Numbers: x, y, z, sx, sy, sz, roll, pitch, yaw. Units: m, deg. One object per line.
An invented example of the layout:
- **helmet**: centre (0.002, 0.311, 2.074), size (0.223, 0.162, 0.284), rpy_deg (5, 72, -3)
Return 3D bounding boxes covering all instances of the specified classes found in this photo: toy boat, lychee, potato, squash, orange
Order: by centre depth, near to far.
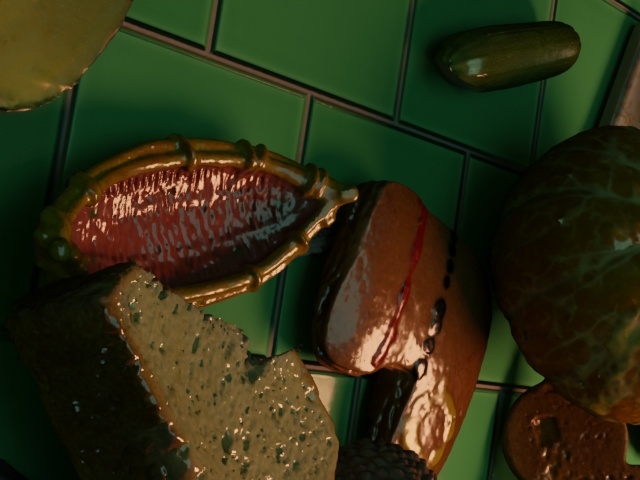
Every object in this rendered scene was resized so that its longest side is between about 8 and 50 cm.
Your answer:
- **potato**: centre (-0.198, -0.176, 0.789), size (0.119, 0.054, 0.198), rpy_deg (31, 76, -47)
- **toy boat**: centre (-0.103, -0.013, 0.870), size (0.318, 0.099, 0.141), rpy_deg (-12, 102, -48)
- **lychee**: centre (0.042, 0.275, 0.990), size (0.165, 0.165, 0.197), rpy_deg (25, 72, -44)
- **orange**: centre (0.333, 0.038, 1.193), size (0.329, 0.249, 0.329), rpy_deg (10, 55, -15)
- **squash**: centre (0.205, -0.199, 1.196), size (0.239, 0.069, 0.069), rpy_deg (-16, 104, -44)

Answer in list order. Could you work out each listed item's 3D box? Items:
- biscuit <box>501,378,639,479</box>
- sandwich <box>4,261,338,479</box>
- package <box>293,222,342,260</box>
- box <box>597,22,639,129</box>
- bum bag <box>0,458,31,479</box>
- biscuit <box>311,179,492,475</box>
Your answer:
- **biscuit**: centre (0.287, 0.268, 1.256), size (0.184, 0.035, 0.249), rpy_deg (-15, 76, -3)
- **sandwich**: centre (-0.096, 0.123, 0.839), size (0.288, 0.100, 0.254), rpy_deg (67, 24, -16)
- **package**: centre (0.000, 0.000, 1.033), size (0.110, 0.015, 0.037), rpy_deg (-6, 98, -46)
- **box**: centre (0.404, -0.131, 1.428), size (0.142, 0.044, 0.285), rpy_deg (39, 65, -36)
- **bum bag**: centre (-0.159, 0.276, 0.836), size (0.340, 0.095, 0.144), rpy_deg (36, 67, -39)
- **biscuit**: centre (0.081, 0.103, 1.086), size (0.277, 0.052, 0.262), rpy_deg (45, 61, -43)
